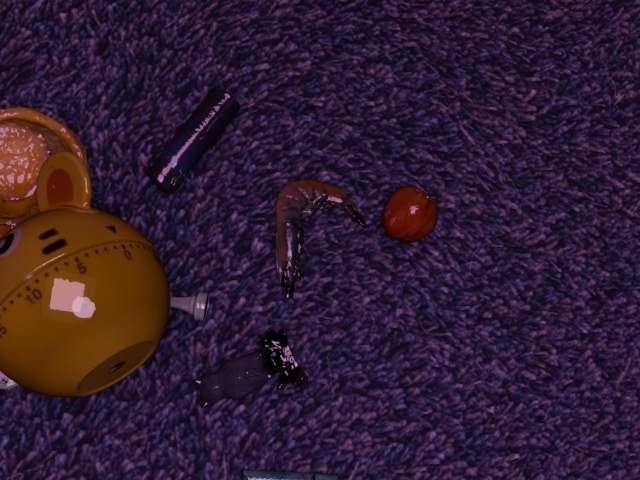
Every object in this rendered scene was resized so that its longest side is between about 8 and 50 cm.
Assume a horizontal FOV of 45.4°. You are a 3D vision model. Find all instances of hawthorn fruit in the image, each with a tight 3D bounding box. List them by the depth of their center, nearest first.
[{"bbox_3d":[0.188,-0.052,1.601,0.128,0.128,0.128,1,78,-7],"label":"hawthorn fruit"}]

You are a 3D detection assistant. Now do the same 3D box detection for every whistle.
[{"bbox_3d":[-0.059,0.470,1.497,0.186,0.039,0.039,5,78,-6],"label":"whistle"}]

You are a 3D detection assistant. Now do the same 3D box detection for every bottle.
[{"bbox_3d":[-0.264,-0.206,1.592,0.082,0.072,0.244,33,76,19],"label":"bottle"}]

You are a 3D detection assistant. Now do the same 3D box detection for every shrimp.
[{"bbox_3d":[0.000,0.000,1.596,0.198,0.051,0.262,5,75,-7],"label":"shrimp"}]

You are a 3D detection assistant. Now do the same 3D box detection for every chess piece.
[{"bbox_3d":[-0.299,0.121,1.533,0.149,0.059,0.059,10,77,1],"label":"chess piece"}]

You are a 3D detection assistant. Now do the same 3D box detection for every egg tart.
[{"bbox_3d":[-0.603,-0.143,1.518,0.288,0.118,0.288,1,76,-3],"label":"egg tart"}]

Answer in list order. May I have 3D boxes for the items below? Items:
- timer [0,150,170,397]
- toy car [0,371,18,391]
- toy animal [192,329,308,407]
[{"bbox_3d":[-0.466,0.079,1.378,0.376,0.376,0.387,-34,72,-13],"label":"timer"},{"bbox_3d":[-0.648,0.250,1.455,0.186,0.058,0.094,-10,78,-9],"label":"toy car"},{"bbox_3d":[-0.141,0.269,1.489,0.210,0.117,0.121,-26,89,-14],"label":"toy animal"}]
